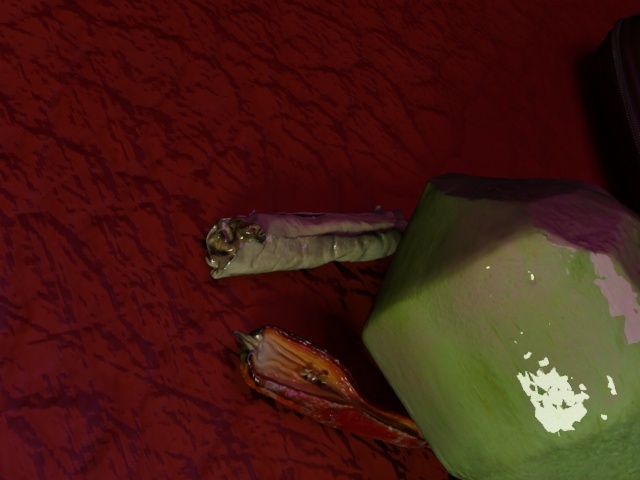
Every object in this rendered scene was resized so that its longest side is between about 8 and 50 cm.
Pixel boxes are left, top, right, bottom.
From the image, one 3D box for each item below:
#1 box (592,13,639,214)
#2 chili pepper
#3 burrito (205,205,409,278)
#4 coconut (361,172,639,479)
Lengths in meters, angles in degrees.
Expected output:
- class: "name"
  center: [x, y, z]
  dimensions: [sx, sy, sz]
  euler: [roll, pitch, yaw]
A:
- class: "box"
  center: [0.437, -0.076, 0.982]
  dimensions: [0.263, 0.108, 0.403]
  euler: [13, 58, -34]
- class: "chili pepper"
  center: [0.010, 0.103, 0.579]
  dimensions: [0.178, 0.027, 0.045]
  euler: [30, 54, -23]
- class: "burrito"
  center: [0.000, 0.000, 0.627]
  dimensions: [0.186, 0.041, 0.045]
  euler: [-3, 25, -40]
- class: "coconut"
  center: [0.137, 0.054, 0.581]
  dimensions: [0.236, 0.205, 0.235]
  euler: [37, 33, -30]
